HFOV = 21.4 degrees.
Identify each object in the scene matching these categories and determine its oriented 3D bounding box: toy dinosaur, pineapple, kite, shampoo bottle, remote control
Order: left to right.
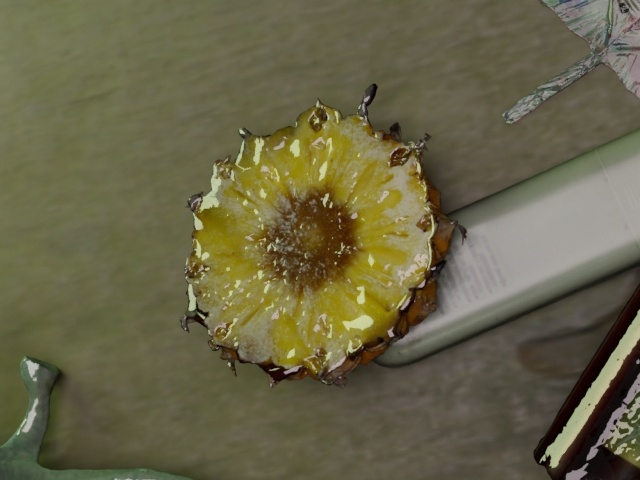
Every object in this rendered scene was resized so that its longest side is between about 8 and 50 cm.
[{"bbox_3d":[-0.224,0.165,1.191,0.392,0.092,0.206,13,84,-2],"label":"toy dinosaur"},{"bbox_3d":[0.000,0.000,1.159,0.221,0.047,0.221,-8,71,23],"label":"pineapple"},{"bbox_3d":[0.159,-0.006,1.153,0.309,0.038,0.090,-25,80,9],"label":"remote control"},{"bbox_3d":[0.193,-0.125,1.171,0.152,0.005,0.137,-45,78,7],"label":"kite"},{"bbox_3d":[0.270,0.036,1.084,0.129,0.084,0.323,30,98,-13],"label":"shampoo bottle"}]
